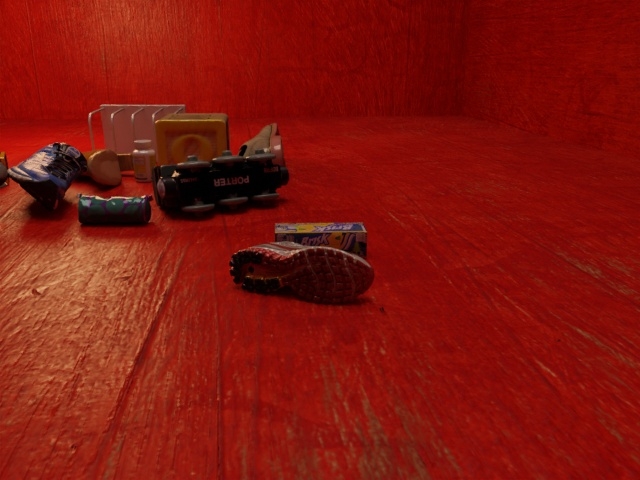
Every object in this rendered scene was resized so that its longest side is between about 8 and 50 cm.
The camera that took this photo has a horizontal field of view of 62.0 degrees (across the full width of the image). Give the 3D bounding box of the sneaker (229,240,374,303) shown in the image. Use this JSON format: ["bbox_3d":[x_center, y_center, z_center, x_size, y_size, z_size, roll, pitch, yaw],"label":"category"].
[{"bbox_3d":[-0.025,0.036,0.832,0.226,0.087,0.093,8,19,20],"label":"sneaker"}]

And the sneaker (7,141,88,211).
[{"bbox_3d":[-0.652,-0.176,1.289,0.147,0.129,0.330,-45,32,-7],"label":"sneaker"}]

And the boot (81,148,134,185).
[{"bbox_3d":[-0.673,-0.208,1.529,0.212,0.104,0.295,-3,14,5],"label":"boot"}]

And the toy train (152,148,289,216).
[{"bbox_3d":[-0.247,-0.146,1.297,0.334,0.142,0.190,-13,13,-34],"label":"toy train"}]

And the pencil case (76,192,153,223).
[{"bbox_3d":[-0.448,-0.070,1.161,0.152,0.064,0.070,1,44,-2],"label":"pencil case"}]

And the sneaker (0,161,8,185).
[{"bbox_3d":[-0.804,-0.128,1.204,0.268,0.106,0.101,-5,59,16],"label":"sneaker"}]

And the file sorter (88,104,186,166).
[{"bbox_3d":[-0.588,-0.337,1.747,0.278,0.192,0.173,-1,22,-5],"label":"file sorter"}]

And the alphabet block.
[{"bbox_3d":[-0.364,-0.269,1.558,0.194,0.192,0.197,-4,18,-7],"label":"alphabet block"}]

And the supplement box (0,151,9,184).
[{"bbox_3d":[-0.980,-0.195,1.484,0.188,0.080,0.104,-9,21,-26],"label":"supplement box"}]

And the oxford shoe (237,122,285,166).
[{"bbox_3d":[-0.200,-0.302,1.744,0.147,0.140,0.397,-9,18,-5],"label":"oxford shoe"}]

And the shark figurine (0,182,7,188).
[{"bbox_3d":[-0.941,-0.121,1.299,0.278,0.166,0.116,6,36,-43],"label":"shark figurine"}]

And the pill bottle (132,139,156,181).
[{"bbox_3d":[-0.512,-0.232,1.551,0.065,0.116,0.065,1,19,0],"label":"pill bottle"}]

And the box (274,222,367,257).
[{"bbox_3d":[0.000,0.000,0.987,0.169,0.054,0.059,0,19,-4],"label":"box"}]
